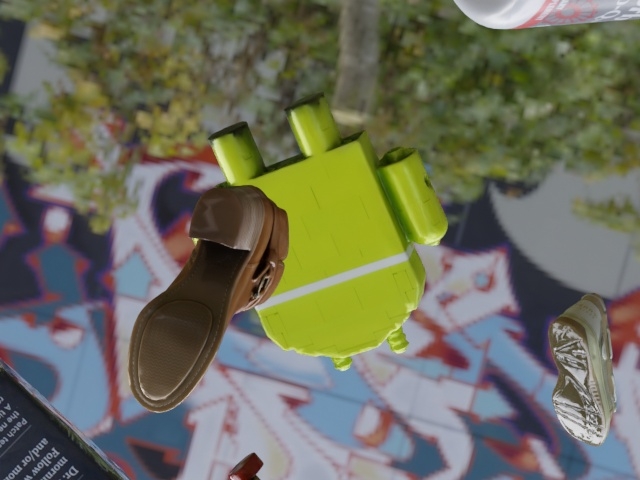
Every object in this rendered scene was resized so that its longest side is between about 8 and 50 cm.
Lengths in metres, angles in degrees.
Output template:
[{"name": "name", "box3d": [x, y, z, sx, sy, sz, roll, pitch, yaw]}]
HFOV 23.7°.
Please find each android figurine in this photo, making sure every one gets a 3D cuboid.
[{"name": "android figurine", "box3d": [0.000, 0.000, 1.485, 0.248, 0.273, 0.056, -21, -166, 18]}]

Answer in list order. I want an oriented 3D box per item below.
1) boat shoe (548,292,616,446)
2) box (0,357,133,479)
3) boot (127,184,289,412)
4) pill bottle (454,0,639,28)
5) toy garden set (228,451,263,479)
[{"name": "boat shoe", "box3d": [0.227, 0.113, 1.292, 0.056, 0.048, 0.153, 20, 141, 39]}, {"name": "box", "box3d": [-0.321, 0.385, 1.764, 0.472, 0.297, 0.480, 48, 169, -11]}, {"name": "boot", "box3d": [-0.082, 0.050, 1.272, 0.073, 0.197, 0.152, 25, -177, 15]}, {"name": "pill bottle", "box3d": [0.323, -0.341, 1.633, 0.362, 0.210, 0.210, -9, -166, -27]}, {"name": "toy garden set", "box3d": [-0.012, 0.270, 1.073, 0.204, 0.049, 0.244, 49, -166, -5]}]
